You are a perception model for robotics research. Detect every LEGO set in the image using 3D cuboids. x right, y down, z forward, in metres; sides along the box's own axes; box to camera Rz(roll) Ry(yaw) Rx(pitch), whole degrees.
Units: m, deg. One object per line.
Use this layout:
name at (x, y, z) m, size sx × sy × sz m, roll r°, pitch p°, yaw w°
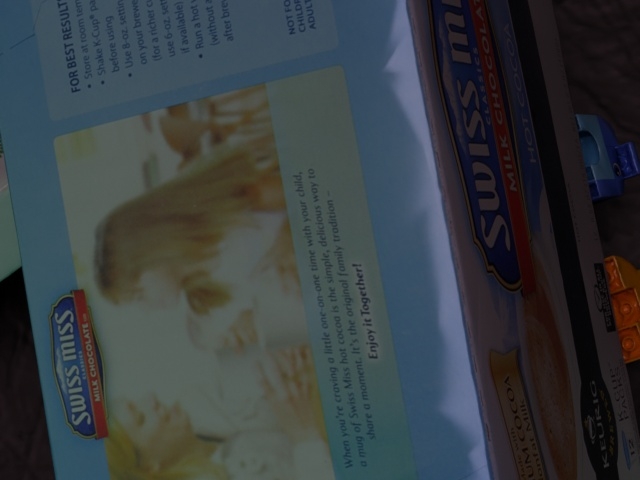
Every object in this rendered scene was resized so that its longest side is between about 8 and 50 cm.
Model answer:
LEGO set at (0.158, 0.010, 1.010) m, size 0.087 × 0.093 × 0.227 m, roll -20°, pitch 81°, yaw 35°

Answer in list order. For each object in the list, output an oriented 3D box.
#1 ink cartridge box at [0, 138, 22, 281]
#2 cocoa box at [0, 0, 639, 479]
ink cartridge box at (-0.315, 0.025, 1.031) m, size 0.371 × 0.069 × 0.176 m, roll -35°, pitch 46°, yaw -2°
cocoa box at (0.000, 0.000, 0.902) m, size 0.231 × 0.228 × 0.347 m, roll -12°, pitch 85°, yaw 24°
